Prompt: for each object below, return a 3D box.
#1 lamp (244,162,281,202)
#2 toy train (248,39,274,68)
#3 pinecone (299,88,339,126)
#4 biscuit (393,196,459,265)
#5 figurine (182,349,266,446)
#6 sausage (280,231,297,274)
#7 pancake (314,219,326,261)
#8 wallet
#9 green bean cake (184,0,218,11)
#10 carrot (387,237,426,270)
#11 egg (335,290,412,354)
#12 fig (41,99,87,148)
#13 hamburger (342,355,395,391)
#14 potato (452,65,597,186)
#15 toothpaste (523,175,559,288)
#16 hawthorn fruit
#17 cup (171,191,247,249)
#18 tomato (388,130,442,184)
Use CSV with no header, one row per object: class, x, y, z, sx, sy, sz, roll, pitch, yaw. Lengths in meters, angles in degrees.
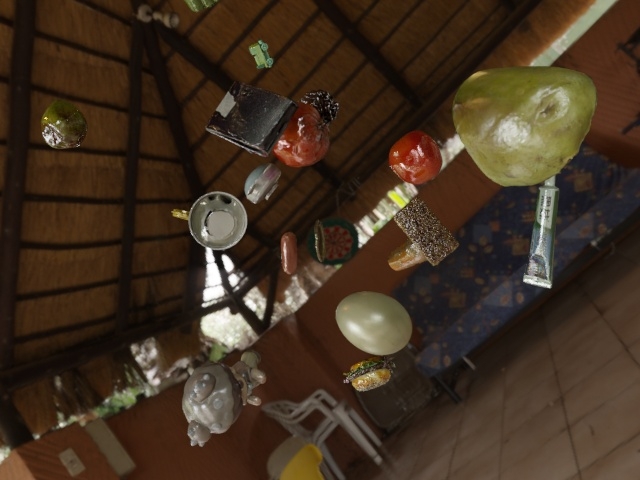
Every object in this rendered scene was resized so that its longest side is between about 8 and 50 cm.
lamp,-0.244,-0.241,2.139,0.179,0.108,0.246,-48,-3,-1
toy train,-0.249,-0.785,2.181,0.081,0.050,0.122,-25,-51,-3
pinecone,0.002,-0.529,2.086,0.165,0.163,0.163,-17,-26,-52
biscuit,0.369,-0.033,1.795,0.131,0.231,0.025,-40,-6,-9
figurine,-0.310,0.489,1.706,0.380,0.203,0.248,-23,-53,-62
sausage,-0.139,0.056,2.296,0.077,0.077,0.194,-27,-59,-53
pancake,-0.002,0.000,2.311,0.021,0.199,0.199,-6,-6,10
wallet,-0.235,-0.422,1.751,0.221,0.262,0.071,-61,-17,-12
green bean cake,-0.363,-0.824,1.566,0.200,0.214,0.113,-35,-20,-5
carrot,0.430,0.047,2.343,0.138,0.139,0.302,-35,-7,-33
egg,0.164,0.252,1.590,0.186,0.241,0.186,24,-90,-86
fig,-0.862,-0.391,1.732,0.144,0.166,0.154,-12,-15,20
hamburger,0.177,0.458,1.770,0.189,0.093,0.164,-11,-24,-23
potato,0.502,-0.319,1.287,0.212,0.331,0.280,8,-6,-26
toothpaste,0.743,-0.031,1.714,0.061,0.098,0.392,-16,-68,-45
hawthorn fruit,-0.104,-0.382,1.948,0.271,0.242,0.242,-21,-2,24
cup,-0.373,-0.069,1.723,0.226,0.241,0.186,178,106,-78
tomato,0.450,-0.389,2.458,0.260,0.260,0.180,-46,-15,21
